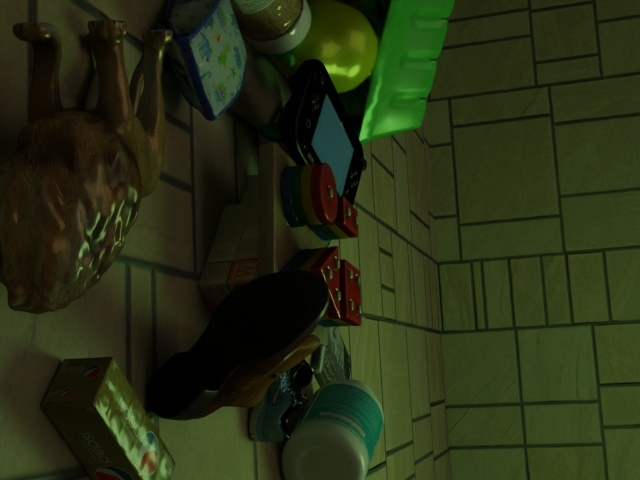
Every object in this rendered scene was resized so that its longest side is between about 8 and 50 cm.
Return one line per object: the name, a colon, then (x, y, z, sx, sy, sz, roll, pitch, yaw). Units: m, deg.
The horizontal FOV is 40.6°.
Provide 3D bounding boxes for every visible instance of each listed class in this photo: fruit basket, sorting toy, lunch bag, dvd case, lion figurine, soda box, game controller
fruit basket: (0.044, -0.372, 1.633, 0.283, 0.392, 0.392, 50, -18, 51)
sorting toy: (-0.007, 0.012, 1.291, 0.255, 0.090, 0.257, 40, 47, -68)
lunch bag: (-0.157, -0.251, 1.161, 0.151, 0.096, 0.128, -92, 168, -49)
dvd case: (0.027, 0.255, 1.796, 0.221, 0.018, 0.164, 69, 22, -44)
lion figurine: (-0.210, -0.087, 0.846, 0.392, 0.142, 0.240, -50, 140, -74)
soda box: (-0.212, 0.200, 0.885, 0.061, 0.058, 0.181, -77, 156, -48)
game controller: (0.011, -0.159, 1.471, 0.319, 0.067, 0.166, 56, 36, -58)

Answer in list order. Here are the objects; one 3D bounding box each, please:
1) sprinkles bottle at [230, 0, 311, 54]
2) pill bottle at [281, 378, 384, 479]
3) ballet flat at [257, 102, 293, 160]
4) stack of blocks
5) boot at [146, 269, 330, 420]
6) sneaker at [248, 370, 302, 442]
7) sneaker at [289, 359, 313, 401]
sprinkles bottle: (-0.120, -0.414, 1.299, 0.355, 0.121, 0.121, 46, 42, -66)
pill bottle: (0.032, 0.342, 1.544, 0.264, 0.146, 0.146, -48, 131, -69)
ballet flat: (-0.058, -0.180, 1.540, 0.248, 0.086, 0.086, -61, 143, -65)
stack of blocks: (-0.087, 0.018, 1.337, 0.297, 0.087, 0.171, -78, 157, -46)
boot: (-0.054, 0.142, 1.115, 0.096, 0.264, 0.280, 48, 11, 21)
sneaker: (-0.057, 0.236, 1.347, 0.063, 0.073, 0.162, 29, 69, -67)
sneaker: (-0.044, 0.207, 1.449, 0.170, 0.075, 0.063, -80, 159, -43)
